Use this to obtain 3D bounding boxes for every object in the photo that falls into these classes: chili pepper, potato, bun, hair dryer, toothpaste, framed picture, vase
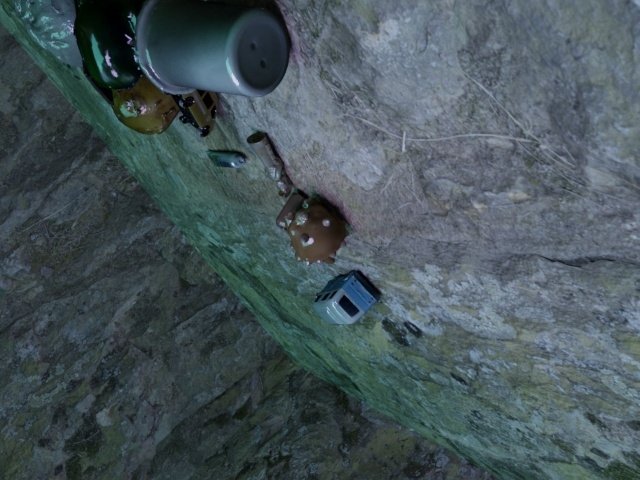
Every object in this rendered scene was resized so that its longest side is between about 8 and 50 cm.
[{"bbox_3d":[-0.546,-0.559,1.650,0.233,0.248,0.257,44,155,40],"label":"chili pepper"},{"bbox_3d":[-0.617,-0.467,2.040,0.246,0.196,0.299,53,161,-18],"label":"potato"},{"bbox_3d":[-0.888,-0.741,2.003,0.354,0.194,0.354,43,164,16],"label":"bun"},{"bbox_3d":[-0.059,-0.065,1.888,0.064,0.117,0.181,28,175,36],"label":"hair dryer"},{"bbox_3d":[-0.328,-0.277,2.066,0.075,0.048,0.297,55,161,-25],"label":"toothpaste"},{"bbox_3d":[-0.680,-0.603,1.787,0.255,0.014,0.339,117,143,-83],"label":"framed picture"},{"bbox_3d":[-0.223,-0.426,1.304,0.291,0.245,0.245,18,148,37],"label":"vase"}]

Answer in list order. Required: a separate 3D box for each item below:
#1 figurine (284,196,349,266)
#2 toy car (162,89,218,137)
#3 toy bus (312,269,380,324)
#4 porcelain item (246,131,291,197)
[{"bbox_3d":[-0.004,-0.001,1.770,0.173,0.177,0.247,53,158,39],"label":"figurine"},{"bbox_3d":[-0.365,-0.413,1.747,0.101,0.124,0.257,39,169,17],"label":"toy car"},{"bbox_3d":[0.072,0.210,2.061,0.133,0.165,0.271,46,161,-6],"label":"toy bus"},{"bbox_3d":[-0.142,-0.220,1.780,0.084,0.054,0.213,25,152,49],"label":"porcelain item"}]
